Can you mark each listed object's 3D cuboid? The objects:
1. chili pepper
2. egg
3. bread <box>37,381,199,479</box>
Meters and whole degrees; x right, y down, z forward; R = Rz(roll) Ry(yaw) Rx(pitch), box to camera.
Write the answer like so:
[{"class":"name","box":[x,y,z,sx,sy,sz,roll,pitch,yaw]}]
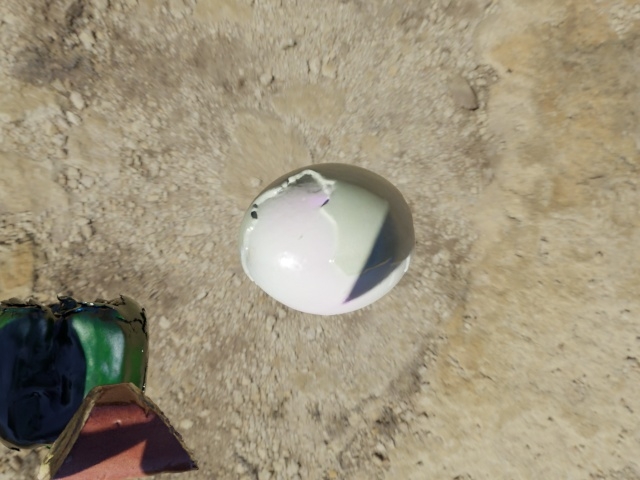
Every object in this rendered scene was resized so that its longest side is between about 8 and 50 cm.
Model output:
[{"class":"chili pepper","box":[-0.383,0.205,1.307,0.249,0.233,0.256,2,83,6]},{"class":"egg","box":[0.000,0.000,1.000,0.217,0.183,0.183,-11,94,-32]},{"class":"bread","box":[-0.247,0.236,1.028,0.193,0.067,0.119,-4,88,-26]}]
